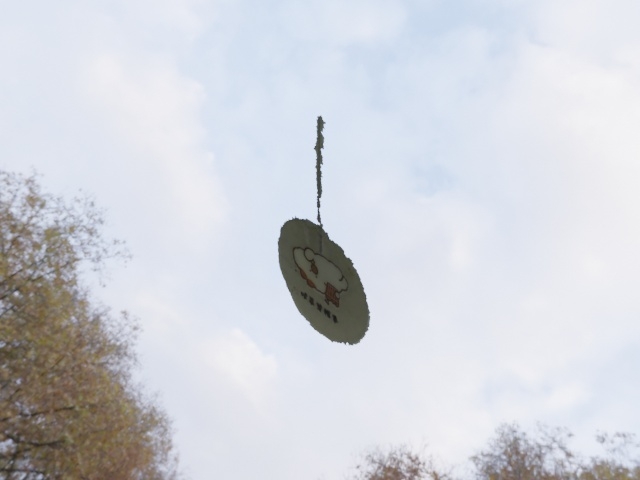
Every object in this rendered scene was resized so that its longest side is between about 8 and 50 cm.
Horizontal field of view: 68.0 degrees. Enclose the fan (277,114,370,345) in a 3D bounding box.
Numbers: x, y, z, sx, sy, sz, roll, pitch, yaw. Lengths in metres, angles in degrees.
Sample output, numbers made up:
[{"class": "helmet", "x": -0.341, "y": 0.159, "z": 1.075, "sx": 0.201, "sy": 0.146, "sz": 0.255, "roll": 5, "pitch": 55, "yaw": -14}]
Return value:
[{"class": "fan", "x": 0.001, "y": 0.000, "z": 0.596, "sx": 0.191, "sy": 0.009, "sz": 0.328, "roll": 33, "pitch": -43, "yaw": 40}]
